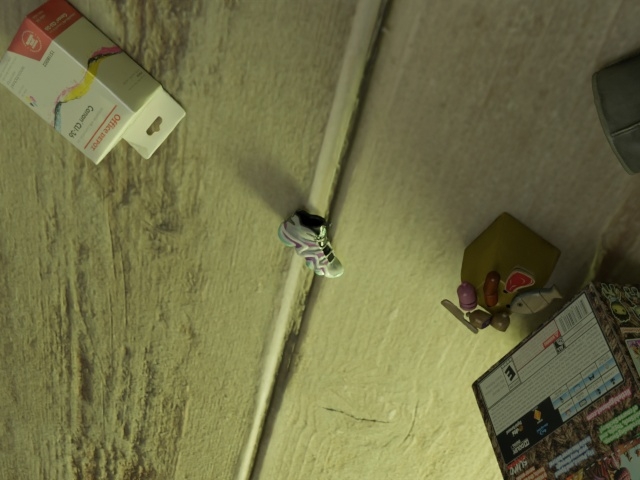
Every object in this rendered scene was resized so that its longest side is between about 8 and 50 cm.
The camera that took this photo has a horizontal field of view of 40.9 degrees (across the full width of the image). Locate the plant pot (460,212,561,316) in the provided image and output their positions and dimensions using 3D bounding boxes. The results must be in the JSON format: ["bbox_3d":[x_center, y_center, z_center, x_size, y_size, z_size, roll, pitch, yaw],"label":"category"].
[{"bbox_3d":[0.202,0.038,0.946,0.081,0.083,0.081,35,136,-5],"label":"plant pot"}]

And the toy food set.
[{"bbox_3d":[0.184,0.063,0.902,0.078,0.019,0.122,41,134,-11],"label":"toy food set"}]

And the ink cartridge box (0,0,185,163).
[{"bbox_3d":[-0.271,-0.173,1.012,0.198,0.067,0.115,41,134,-11],"label":"ink cartridge box"}]

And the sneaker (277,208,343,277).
[{"bbox_3d":[0.000,0.000,1.046,0.098,0.038,0.069,37,135,-8],"label":"sneaker"}]

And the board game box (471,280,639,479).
[{"bbox_3d":[0.314,0.226,0.891,0.141,0.291,0.232,4,143,-27],"label":"board game box"}]

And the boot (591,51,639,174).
[{"bbox_3d":[0.350,-0.104,0.719,0.208,0.076,0.190,-26,70,32],"label":"boot"}]
